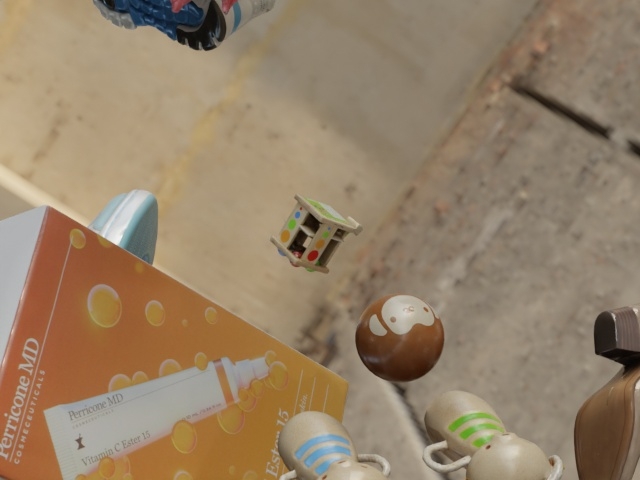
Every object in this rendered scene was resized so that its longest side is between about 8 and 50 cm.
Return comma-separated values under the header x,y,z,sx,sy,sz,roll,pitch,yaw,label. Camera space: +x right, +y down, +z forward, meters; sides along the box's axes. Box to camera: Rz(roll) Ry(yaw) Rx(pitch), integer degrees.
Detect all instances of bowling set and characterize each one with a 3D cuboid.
x,y,z,sx,sy,sz,roll,pitch,yaw,label
0.047,0.145,0.925,0.154,0.287,0.200,-133,33,-71,bowling set

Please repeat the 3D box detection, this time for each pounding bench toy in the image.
x,y,z,sx,sy,sz,roll,pitch,yaw,label
0.000,0.000,1.678,0.052,0.083,0.065,43,107,42,pounding bench toy

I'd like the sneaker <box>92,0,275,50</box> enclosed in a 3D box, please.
x,y,z,sx,sy,sz,roll,pitch,yaw,label
-0.110,-0.199,1.247,0.083,0.190,0.071,-26,-49,-37,sneaker

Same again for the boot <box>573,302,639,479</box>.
x,y,z,sx,sy,sz,roll,pitch,yaw,label
0.179,0.088,0.850,0.042,0.087,0.118,-7,73,53,boot

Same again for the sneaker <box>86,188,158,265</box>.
x,y,z,sx,sy,sz,roll,pitch,yaw,label
-0.295,0.045,1.560,0.319,0.208,0.127,-64,-17,-45,sneaker

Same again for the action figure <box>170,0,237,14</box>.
x,y,z,sx,sy,sz,roll,pitch,yaw,label
-0.054,-0.335,1.080,0.276,0.248,0.370,60,-147,-76,action figure

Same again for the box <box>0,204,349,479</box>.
x,y,z,sx,sy,sz,roll,pitch,yaw,label
-0.163,0.155,1.292,0.168,0.345,0.215,-17,52,42,box
